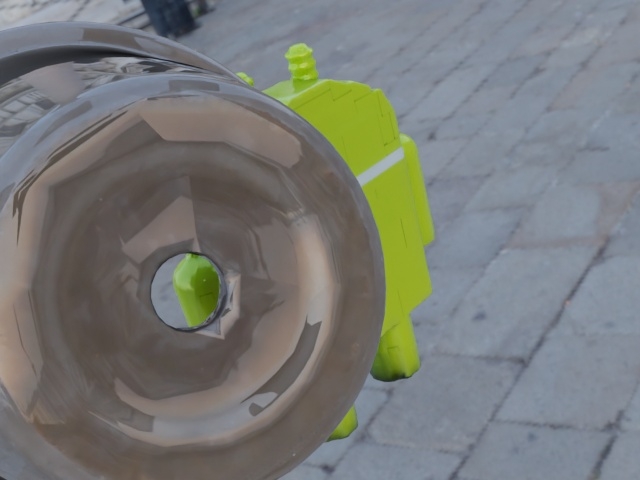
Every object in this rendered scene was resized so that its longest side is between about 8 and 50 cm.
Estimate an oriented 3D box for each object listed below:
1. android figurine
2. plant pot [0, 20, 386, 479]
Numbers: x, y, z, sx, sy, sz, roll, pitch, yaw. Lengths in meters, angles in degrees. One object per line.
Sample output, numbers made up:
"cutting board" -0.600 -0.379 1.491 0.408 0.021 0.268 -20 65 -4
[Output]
"android figurine" 0.000 0.000 0.707 0.056 0.272 0.248 6 32 42
"plant pot" -0.084 0.021 0.434 0.263 0.263 0.229 -33 13 -19
